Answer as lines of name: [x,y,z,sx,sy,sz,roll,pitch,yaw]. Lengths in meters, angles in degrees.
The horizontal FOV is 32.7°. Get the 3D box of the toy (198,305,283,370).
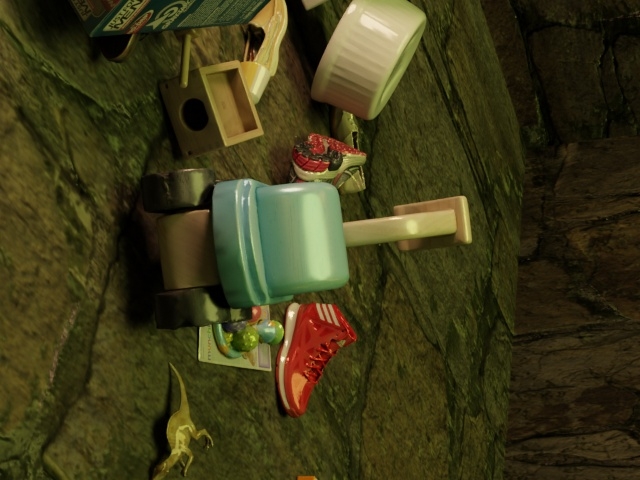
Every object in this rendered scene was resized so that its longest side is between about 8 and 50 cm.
toy: [-0.123,0.140,1.818,0.237,0.056,0.137,25,59,-65]

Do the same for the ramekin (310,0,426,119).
ramekin: [0.104,-0.381,2.234,0.277,0.135,0.277,-59,174,-9]

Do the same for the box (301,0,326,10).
box: [0.090,-0.627,2.109,0.215,0.345,0.168,62,27,-11]

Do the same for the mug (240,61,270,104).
mug: [-0.133,-0.274,1.924,0.062,0.078,0.064,115,-10,-67]

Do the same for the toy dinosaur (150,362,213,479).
toy dinosaur: [-0.199,0.275,1.598,0.092,0.053,0.183,53,37,-50]

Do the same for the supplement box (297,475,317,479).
supplement box: [-0.014,0.485,2.020,0.098,0.036,0.062,59,32,-45]

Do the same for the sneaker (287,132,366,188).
sneaker: [-0.001,-0.140,2.153,0.299,0.121,0.112,-27,138,-68]

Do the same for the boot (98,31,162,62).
boot: [-0.254,-0.318,1.584,0.106,0.082,0.219,53,35,-47]

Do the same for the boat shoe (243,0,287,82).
boat shoe: [-0.106,-0.383,1.997,0.072,0.068,0.190,31,55,-49]

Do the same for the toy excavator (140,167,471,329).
toy excavator: [0.000,0.000,1.654,0.433,0.445,0.222,7,78,-81]

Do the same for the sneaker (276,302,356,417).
sneaker: [-0.005,0.211,1.994,0.087,0.128,0.221,43,44,-57]

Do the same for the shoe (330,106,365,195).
shoe: [0.063,-0.207,2.370,0.076,0.058,0.219,15,70,-67]

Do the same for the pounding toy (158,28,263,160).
pounding toy: [-0.199,-0.236,1.698,0.181,0.094,0.206,-30,103,-61]

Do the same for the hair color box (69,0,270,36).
hair color box: [-0.212,-0.388,1.504,0.347,0.105,0.174,-22,78,-55]
